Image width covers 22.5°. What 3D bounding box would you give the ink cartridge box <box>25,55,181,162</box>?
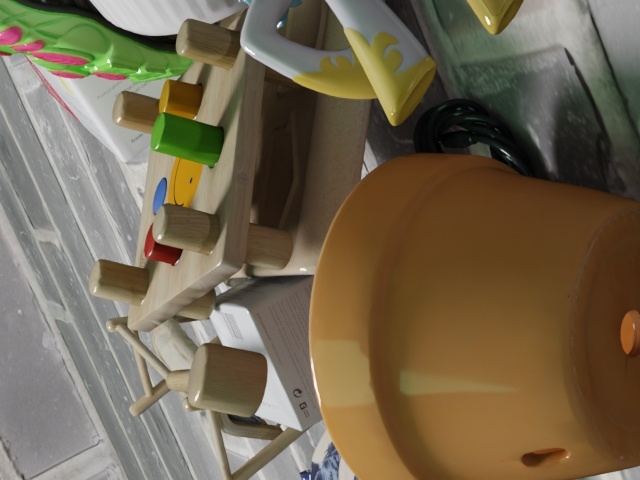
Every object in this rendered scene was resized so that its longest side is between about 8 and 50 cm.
[{"bbox_3d":[-0.333,-0.325,2.035,0.279,0.160,0.384,41,166,50],"label":"ink cartridge box"}]

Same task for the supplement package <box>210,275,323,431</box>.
[{"bbox_3d":[0.033,0.069,1.607,0.133,0.244,0.139,66,159,-10],"label":"supplement package"}]

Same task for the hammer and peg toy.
[{"bbox_3d":[-0.126,-0.009,1.501,0.266,0.127,0.361,-32,49,60],"label":"hammer and peg toy"}]

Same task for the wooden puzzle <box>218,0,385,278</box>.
[{"bbox_3d":[-0.022,-0.120,1.596,0.348,0.081,0.322,177,102,-66],"label":"wooden puzzle"}]

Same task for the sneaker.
[{"bbox_3d":[-0.259,-0.280,1.699,0.483,0.185,0.202,8,-93,-69],"label":"sneaker"}]

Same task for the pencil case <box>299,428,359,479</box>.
[{"bbox_3d":[0.110,0.263,1.788,0.183,0.160,0.410,50,162,-6],"label":"pencil case"}]

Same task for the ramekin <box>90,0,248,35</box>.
[{"bbox_3d":[-0.128,-0.308,1.530,0.273,0.273,0.127,37,159,52],"label":"ramekin"}]

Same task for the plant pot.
[{"bbox_3d":[0.159,0.070,1.256,0.203,0.291,0.290,-2,116,42],"label":"plant pot"}]

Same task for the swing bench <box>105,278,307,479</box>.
[{"bbox_3d":[-0.100,0.169,2.072,0.253,0.255,0.165,37,144,51],"label":"swing bench"}]

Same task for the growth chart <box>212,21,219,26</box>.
[{"bbox_3d":[-0.114,-0.199,1.875,0.237,0.021,0.172,-105,0,-70],"label":"growth chart"}]

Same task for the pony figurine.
[{"bbox_3d":[-0.001,-0.289,1.171,0.363,0.351,0.303,34,170,14],"label":"pony figurine"}]

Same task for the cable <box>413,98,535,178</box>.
[{"bbox_3d":[0.156,-0.047,1.462,0.184,0.047,0.150,42,144,38],"label":"cable"}]
